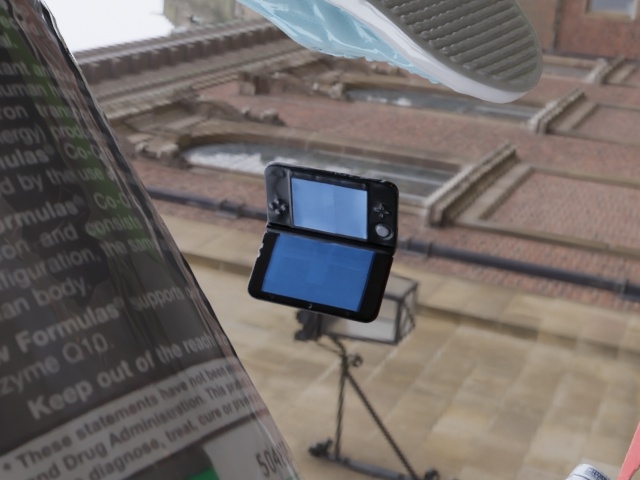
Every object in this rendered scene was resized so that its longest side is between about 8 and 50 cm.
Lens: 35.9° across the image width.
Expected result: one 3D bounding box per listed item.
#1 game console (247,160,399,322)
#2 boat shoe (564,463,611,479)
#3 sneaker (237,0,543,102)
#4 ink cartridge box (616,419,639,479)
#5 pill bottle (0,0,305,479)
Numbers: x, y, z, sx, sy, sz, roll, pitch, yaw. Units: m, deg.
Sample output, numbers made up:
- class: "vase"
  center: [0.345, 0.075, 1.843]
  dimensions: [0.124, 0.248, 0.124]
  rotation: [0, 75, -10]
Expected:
- class: "game console"
  center: [0.000, 0.000, 1.000]
  dimensions: [0.085, 0.144, 0.124]
  rotation: [-61, -24, -47]
- class: "boat shoe"
  center: [0.325, 0.389, 1.330]
  dimensions: [0.084, 0.095, 0.258]
  rotation: [-39, -32, -26]
- class: "sneaker"
  center: [0.050, -0.241, 1.016]
  dimensions: [0.135, 0.365, 0.150]
  rotation: [-62, 6, -22]
- class: "ink cartridge box"
  center: [0.373, 0.235, 0.964]
  dimensions: [0.060, 0.239, 0.275]
  rotation: [42, -115, -26]
- class: "pill bottle"
  center: [-0.171, 0.004, 0.399]
  dimensions: [0.361, 0.204, 0.204]
  rotation: [60, -158, 9]
